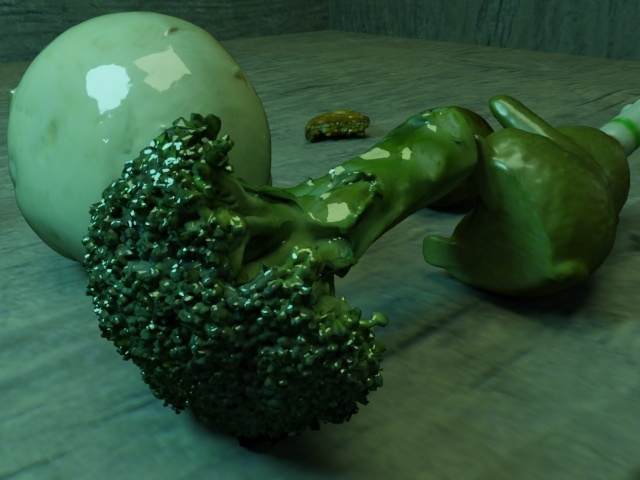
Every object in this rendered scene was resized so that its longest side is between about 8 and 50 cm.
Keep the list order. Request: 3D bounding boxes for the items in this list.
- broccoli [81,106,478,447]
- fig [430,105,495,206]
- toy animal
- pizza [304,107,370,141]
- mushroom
[{"bbox_3d":[0.006,-0.009,0.477,0.361,0.221,0.252,-34,-1,-14],"label":"broccoli"},{"bbox_3d":[0.175,-0.131,0.876,0.148,0.142,0.186,16,28,-32],"label":"fig"},{"bbox_3d":[0.267,-0.065,0.703,0.180,0.181,0.363,23,34,26],"label":"toy animal"},{"bbox_3d":[0.042,-0.233,1.223,0.131,0.041,0.178,4,25,17],"label":"pizza"},{"bbox_3d":[-0.174,-0.102,0.719,0.315,0.314,0.336,10,6,22],"label":"mushroom"}]
